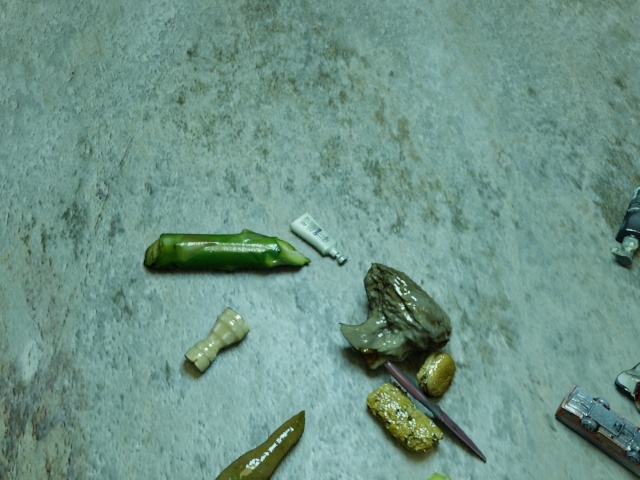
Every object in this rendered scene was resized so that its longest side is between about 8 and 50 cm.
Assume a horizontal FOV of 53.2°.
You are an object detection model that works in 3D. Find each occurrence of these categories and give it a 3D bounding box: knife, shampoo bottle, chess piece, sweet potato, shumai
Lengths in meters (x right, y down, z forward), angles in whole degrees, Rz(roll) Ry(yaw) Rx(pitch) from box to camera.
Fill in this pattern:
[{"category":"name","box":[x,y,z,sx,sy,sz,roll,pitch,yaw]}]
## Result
[{"category":"knife","box":[0.206,0.306,1.148,0.247,0.035,0.018,45,103,3]},{"category":"shampoo bottle","box":[0.688,-0.034,1.396,0.063,0.057,0.208,27,60,12]},{"category":"chess piece","box":[-0.196,0.188,1.197,0.066,0.066,0.122,40,70,19]},{"category":"shampoo bottle","box":[0.000,0.000,1.341,0.049,0.034,0.141,-36,67,-30]},{"category":"sweet potato","box":[-0.111,0.383,1.081,0.067,0.067,0.273,41,58,20]},{"category":"shumai","box":[0.131,0.152,1.208,0.175,0.166,0.206,-46,43,8]}]

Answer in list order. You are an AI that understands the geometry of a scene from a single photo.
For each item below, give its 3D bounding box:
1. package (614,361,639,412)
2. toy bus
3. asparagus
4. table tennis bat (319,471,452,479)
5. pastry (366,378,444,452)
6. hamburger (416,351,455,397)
[{"category":"package","box":[0.676,0.309,1.194,0.166,0.040,0.232,-25,64,-19]},{"category":"toy bus","box":[0.519,0.342,1.140,0.192,0.077,0.065,35,64,19]},{"category":"asparagus","box":[-0.189,0.022,1.288,0.342,0.085,0.082,1,34,-1]},{"category":"table tennis bat","box":[0.058,0.481,1.040,0.368,0.054,0.224,-23,62,-12]},{"category":"pastry","box":[0.149,0.319,1.143,0.080,0.056,0.140,-26,57,-27]},{"category":"hamburger","box":[0.216,0.248,1.182,0.044,0.076,0.083,14,58,40]}]
